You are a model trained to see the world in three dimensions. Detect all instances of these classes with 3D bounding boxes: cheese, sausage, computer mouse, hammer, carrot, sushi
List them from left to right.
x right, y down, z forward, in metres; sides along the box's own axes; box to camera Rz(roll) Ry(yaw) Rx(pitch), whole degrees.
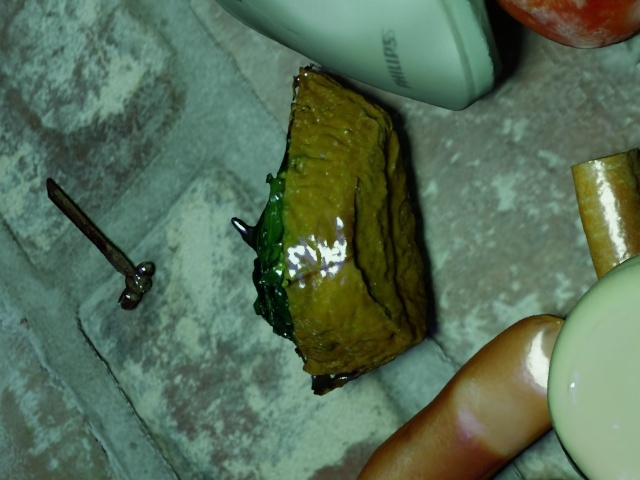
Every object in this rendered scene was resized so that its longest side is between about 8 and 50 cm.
[{"bbox_3d":[-0.242,-0.002,1.437,0.178,0.021,0.065,43,126,22],"label":"hammer"},{"bbox_3d":[0.001,0.000,1.160,0.140,0.149,0.287,-2,106,43],"label":"sushi"},{"bbox_3d":[0.002,-0.199,1.094,0.331,0.095,0.197,25,154,34],"label":"computer mouse"},{"bbox_3d":[0.126,0.165,1.150,0.300,0.083,0.089,-48,65,33],"label":"sausage"},{"bbox_3d":[0.246,0.043,1.031,0.067,0.067,0.225,-19,88,40],"label":"carrot"},{"bbox_3d":[0.253,0.055,0.832,0.163,0.082,0.286,53,131,19],"label":"cheese"}]

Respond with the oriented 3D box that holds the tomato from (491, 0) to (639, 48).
[{"bbox_3d":[0.174,-0.252,0.988,0.228,0.101,0.228,11,107,39],"label":"tomato"}]
